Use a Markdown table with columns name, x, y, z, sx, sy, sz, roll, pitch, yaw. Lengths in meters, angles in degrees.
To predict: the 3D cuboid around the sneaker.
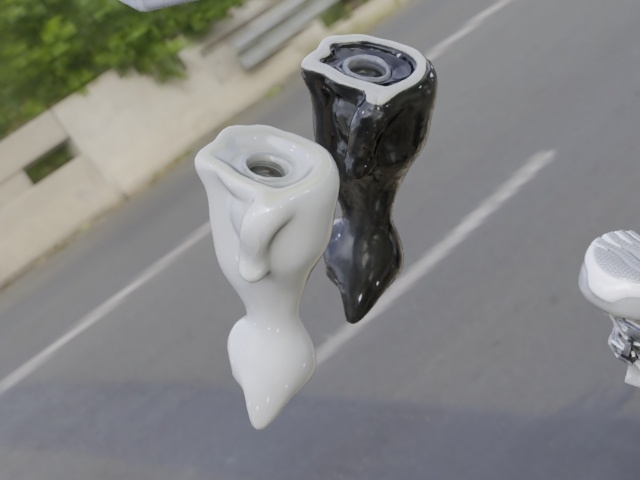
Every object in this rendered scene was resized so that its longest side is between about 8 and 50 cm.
| name | x | y | z | sx | sy | sz | roll | pitch | yaw |
| --- | --- | --- | --- | --- | --- | --- | --- | --- | --- |
| sneaker | 0.284 | 0.074 | 1.188 | 0.105 | 0.281 | 0.115 | 37 | 101 | 36 |

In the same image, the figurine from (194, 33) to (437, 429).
| name | x | y | z | sx | sy | sz | roll | pitch | yaw |
| --- | --- | --- | --- | --- | --- | --- | --- | --- | --- |
| figurine | 0.000 | 0.000 | 0.992 | 0.092 | 0.209 | 0.215 | 19 | 42 | 24 |

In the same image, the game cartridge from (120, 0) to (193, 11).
| name | x | y | z | sx | sy | sz | roll | pitch | yaw |
| --- | --- | --- | --- | --- | --- | --- | --- | --- | --- |
| game cartridge | -0.049 | -0.201 | 0.747 | 0.196 | 0.060 | 0.294 | -17 | 31 | -6 |
